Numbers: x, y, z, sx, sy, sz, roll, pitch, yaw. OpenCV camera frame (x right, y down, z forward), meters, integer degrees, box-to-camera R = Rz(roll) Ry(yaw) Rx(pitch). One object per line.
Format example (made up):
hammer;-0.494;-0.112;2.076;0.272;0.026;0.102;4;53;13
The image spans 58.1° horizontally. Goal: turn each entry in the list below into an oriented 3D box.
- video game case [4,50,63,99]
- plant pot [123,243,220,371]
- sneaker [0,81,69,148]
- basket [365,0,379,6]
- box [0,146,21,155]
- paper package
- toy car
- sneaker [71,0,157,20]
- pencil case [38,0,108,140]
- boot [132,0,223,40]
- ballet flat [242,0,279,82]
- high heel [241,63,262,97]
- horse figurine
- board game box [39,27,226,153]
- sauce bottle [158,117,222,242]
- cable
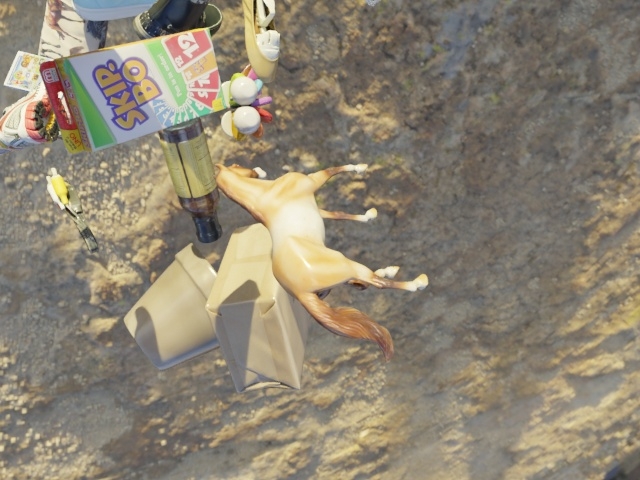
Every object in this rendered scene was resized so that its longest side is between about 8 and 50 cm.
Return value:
video game case;-0.599;-0.352;1.231;0.122;0.087;0.011;13;162;-3
plant pot;-0.393;0.215;1.657;0.280;0.323;0.323;-35;136;-14
sneaker;-0.512;-0.224;1.018;0.093;0.225;0.088;-17;117;-2
basket;0.084;-0.326;0.556;0.167;0.103;0.113;-27;125;21
box;-0.888;-0.255;1.569;0.081;0.136;0.028;-14;95;17
paper package;-0.137;0.166;1.454;0.168;0.325;0.309;-7;123;9
toy car;-0.196;-0.367;1.586;0.136;0.159;0.182;-9;99;-27
sneaker;-0.429;-0.644;1.400;0.366;0.135;0.150;-22;157;-16
pencil case;-0.687;-0.477;1.555;0.183;0.160;0.410;17;106;4
boot;-0.245;-0.477;1.165;0.178;0.085;0.236;-27;-174;40
ballet flat;-0.127;-0.468;1.266;0.080;0.073;0.232;-13;93;-43
high heel;-0.275;-0.497;1.834;0.244;0.082;0.117;-27;123;-40
horse figurine;0.000;0.000;0.598;0.174;0.263;0.066;-3;142;-24
board game box;-0.254;-0.217;0.822;0.259;0.039;0.124;-30;121;-37
sauce bottle;-0.315;-0.147;1.438;0.111;0.111;0.344;-17;129;-15
cable;-0.701;-0.061;1.622;0.072;0.287;0.139;-16;154;-29
